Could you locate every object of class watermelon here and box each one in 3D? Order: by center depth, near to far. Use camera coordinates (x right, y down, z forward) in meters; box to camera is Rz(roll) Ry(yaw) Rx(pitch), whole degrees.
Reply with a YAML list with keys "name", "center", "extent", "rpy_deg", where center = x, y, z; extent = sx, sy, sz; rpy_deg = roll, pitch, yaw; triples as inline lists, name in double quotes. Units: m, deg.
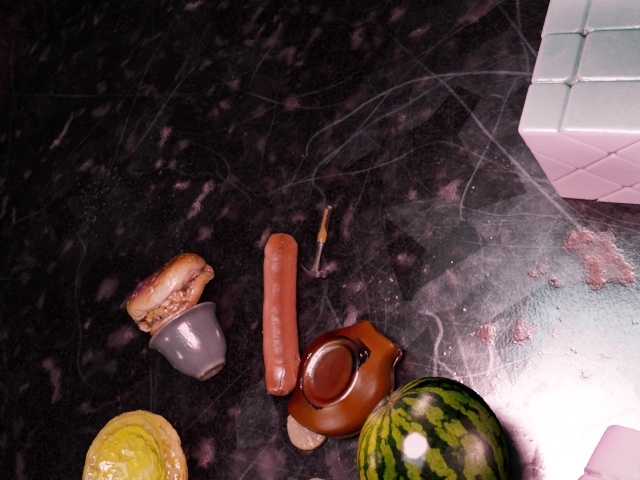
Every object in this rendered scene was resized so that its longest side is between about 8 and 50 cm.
- name: "watermelon"
  center: [0.204, 0.403, 1.295]
  extent: [0.285, 0.285, 0.285]
  rpy_deg: [-14, 61, 27]

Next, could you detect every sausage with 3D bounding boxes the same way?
- name: "sausage"
  center: [-0.096, 0.177, 1.720]
  extent: [0.094, 0.094, 0.419]
  rpy_deg: [-40, 46, 50]

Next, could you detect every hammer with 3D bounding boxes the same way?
- name: "hammer"
  center: [0.000, 0.000, 1.783]
  extent: [0.078, 0.021, 0.201]
  rpy_deg: [-1, 68, 33]

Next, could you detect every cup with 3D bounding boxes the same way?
- name: "cup"
  center: [-0.314, 0.275, 1.778]
  extent: [0.199, 0.199, 0.150]
  rpy_deg: [-40, 73, 11]

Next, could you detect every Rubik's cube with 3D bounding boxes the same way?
- name: "Rubik's cube"
  center: [0.603, -0.270, 1.328]
  extent: [0.321, 0.318, 0.316]
  rpy_deg: [6, 73, 36]

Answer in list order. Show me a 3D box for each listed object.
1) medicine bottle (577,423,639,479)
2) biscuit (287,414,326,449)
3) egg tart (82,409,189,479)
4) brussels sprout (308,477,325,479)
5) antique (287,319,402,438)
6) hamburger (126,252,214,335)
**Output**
- name: "medicine bottle"
  center: [0.481, 0.484, 1.091]
  extent: [0.256, 0.256, 0.325]
  rpy_deg: [25, 74, 38]
- name: "biscuit"
  center: [-0.027, 0.422, 1.605]
  extent: [0.120, 0.015, 0.120]
  rpy_deg: [-14, 62, 27]
- name: "egg tart"
  center: [-0.440, 0.594, 1.718]
  extent: [0.345, 0.132, 0.346]
  rpy_deg: [-15, 60, 28]
- name: "brussels sprout"
  center: [0.018, 0.577, 1.436]
  extent: [0.145, 0.131, 0.183]
  rpy_deg: [-41, 49, 38]
- name: "antique"
  center: [0.048, 0.305, 1.533]
  extent: [0.278, 0.129, 0.223]
  rpy_deg: [-44, 52, 1]
- name: "hamburger"
  center: [-0.404, 0.137, 1.867]
  extent: [0.286, 0.146, 0.243]
  rpy_deg: [-34, 13, 48]
